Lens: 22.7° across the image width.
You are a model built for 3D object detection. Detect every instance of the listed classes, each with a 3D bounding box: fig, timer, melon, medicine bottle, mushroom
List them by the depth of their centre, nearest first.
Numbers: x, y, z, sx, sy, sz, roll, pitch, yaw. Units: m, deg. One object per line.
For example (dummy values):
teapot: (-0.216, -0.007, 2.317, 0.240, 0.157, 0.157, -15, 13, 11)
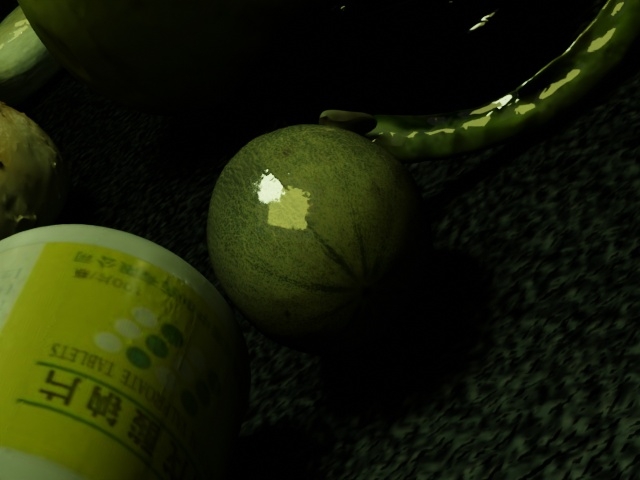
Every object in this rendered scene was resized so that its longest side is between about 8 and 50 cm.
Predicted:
medicine bottle: (-0.116, 0.116, 0.603, 0.143, 0.143, 0.258, -30, 23, 27)
melon: (0.000, 0.000, 0.692, 0.098, 0.098, 0.131, -40, 29, 5)
timer: (0.062, -0.128, 0.897, 0.187, 0.055, 0.144, -18, 31, 47)
fig: (-0.115, -0.222, 1.097, 0.239, 0.271, 0.239, -25, 37, 21)
mushroom: (-0.266, -0.233, 1.658, 0.312, 0.081, 0.100, -46, 24, -24)

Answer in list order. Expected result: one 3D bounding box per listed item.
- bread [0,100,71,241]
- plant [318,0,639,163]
bread: (-0.323, 0.007, 1.160, 0.305, 0.159, 0.305, -34, 22, 15)
plant: (0.170, -0.174, 0.755, 0.180, 0.251, 0.333, -43, -27, -64)
